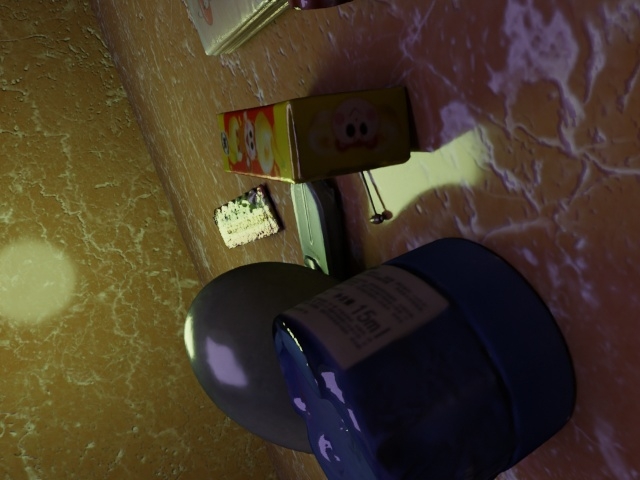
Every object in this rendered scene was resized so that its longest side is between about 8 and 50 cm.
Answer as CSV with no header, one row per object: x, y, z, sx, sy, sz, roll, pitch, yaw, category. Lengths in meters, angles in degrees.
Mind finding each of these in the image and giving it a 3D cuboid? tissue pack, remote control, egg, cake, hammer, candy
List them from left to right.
-0.130,-0.388,0.743,0.325,0.071,0.170,17,124,64,tissue pack
-0.150,-0.056,1.176,0.225,0.090,0.109,-17,93,50,cake
-0.033,0.172,0.766,0.352,0.258,0.258,33,156,-1,egg
-0.025,-0.131,0.640,0.276,0.146,0.088,-156,57,-63,candy
0.000,0.000,0.850,0.104,0.052,0.247,44,149,49,remote control
0.059,-0.080,0.685,0.029,0.014,0.123,-15,95,56,hammer

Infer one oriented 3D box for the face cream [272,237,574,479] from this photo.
0.091,0.148,0.545,0.249,0.225,0.249,53,156,36,face cream

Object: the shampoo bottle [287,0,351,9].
-0.018,-0.372,0.434,0.076,0.118,0.314,10,128,26,shampoo bottle
